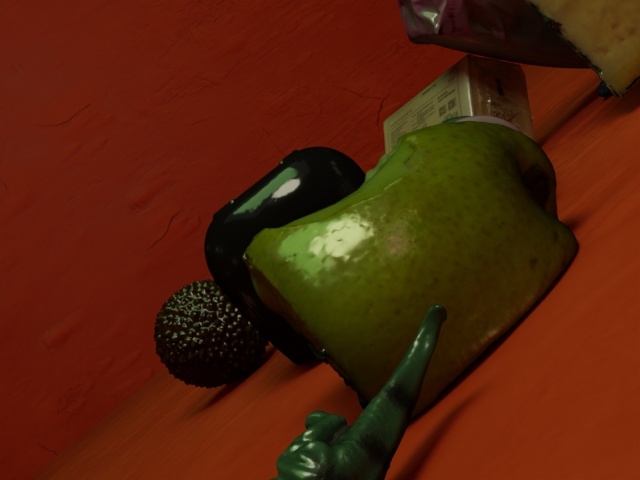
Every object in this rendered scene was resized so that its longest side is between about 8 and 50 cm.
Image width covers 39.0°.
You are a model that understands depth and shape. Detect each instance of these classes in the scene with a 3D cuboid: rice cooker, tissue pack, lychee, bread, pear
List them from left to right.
[{"bbox_3d":[-0.169,0.149,1.438,0.188,0.188,0.188,-39,4,3],"label":"lychee"},{"bbox_3d":[-0.017,0.012,1.170,0.267,0.224,0.267,-40,2,2],"label":"rice cooker"},{"bbox_3d":[0.085,-0.002,0.786,0.281,0.176,0.286,-37,5,-6],"label":"pear"},{"bbox_3d":[0.209,-0.159,1.395,0.125,0.159,0.234,7,-24,-28],"label":"tissue pack"},{"bbox_3d":[0.426,-0.352,1.090,0.279,0.248,0.315,-42,-5,-44],"label":"bread"}]

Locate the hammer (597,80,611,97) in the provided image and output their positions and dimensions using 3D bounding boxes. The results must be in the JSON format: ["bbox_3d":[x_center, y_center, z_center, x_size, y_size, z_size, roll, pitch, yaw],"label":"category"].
[{"bbox_3d":[0.470,-0.283,1.313,0.194,0.069,0.116,-47,5,-3],"label":"hammer"}]

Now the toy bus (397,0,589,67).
[{"bbox_3d":[0.289,-0.348,1.332,0.386,0.163,0.171,3,5,-30],"label":"toy bus"}]

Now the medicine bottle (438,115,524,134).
[{"bbox_3d":[0.184,-0.084,1.080,0.133,0.133,0.274,-38,3,9],"label":"medicine bottle"}]

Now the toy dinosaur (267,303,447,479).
[{"bbox_3d":[-0.013,0.157,0.547,0.120,0.079,0.292,-27,14,47],"label":"toy dinosaur"}]
